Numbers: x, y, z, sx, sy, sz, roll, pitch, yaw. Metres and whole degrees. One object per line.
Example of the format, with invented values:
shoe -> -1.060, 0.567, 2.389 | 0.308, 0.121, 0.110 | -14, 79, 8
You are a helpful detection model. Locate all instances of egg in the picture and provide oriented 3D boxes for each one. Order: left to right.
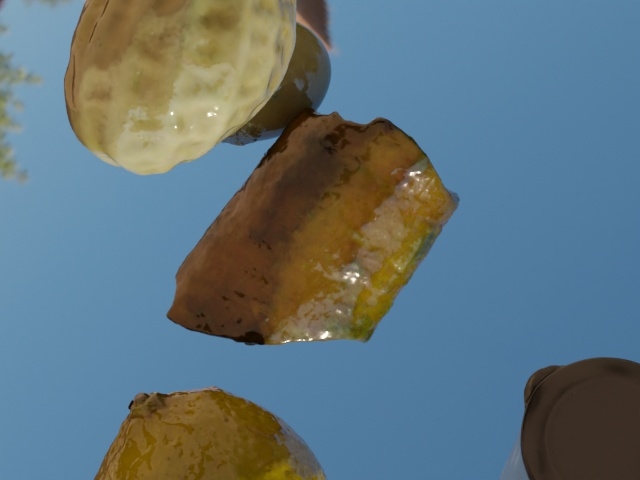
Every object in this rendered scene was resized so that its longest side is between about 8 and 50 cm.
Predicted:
egg -> -0.083, -0.202, 1.742 | 0.201, 0.164, 0.164 | -15, -146, 18

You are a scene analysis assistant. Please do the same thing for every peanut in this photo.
peanut -> -0.068, -0.184, 0.935 | 0.147, 0.147, 0.305 | 6, -109, 60

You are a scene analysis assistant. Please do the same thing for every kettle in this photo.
kettle -> 0.400, 0.348, 1.815 | 0.250, 0.361, 0.377 | -40, 159, -12

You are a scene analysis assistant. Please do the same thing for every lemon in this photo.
lemon -> -0.118, 0.290, 1.488 | 0.253, 0.310, 0.253 | -30, -159, 13

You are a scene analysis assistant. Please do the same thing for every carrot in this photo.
carrot -> 0.000, 0.000, 1.672 | 0.341, 0.241, 0.241 | -54, -157, 9
